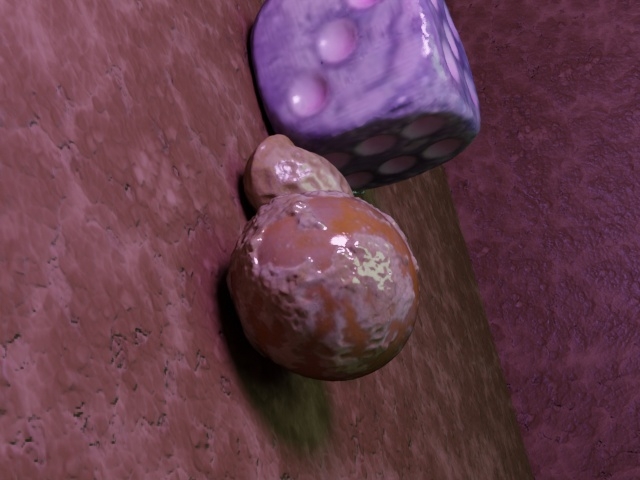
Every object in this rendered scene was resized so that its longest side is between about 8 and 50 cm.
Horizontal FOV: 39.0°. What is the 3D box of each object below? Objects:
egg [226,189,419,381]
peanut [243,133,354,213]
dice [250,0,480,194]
[{"bbox_3d":[0.008,0.054,0.975,0.245,0.203,0.203,46,30,-46],"label":"egg"},{"bbox_3d":[0.000,0.000,1.142,0.298,0.120,0.136,60,40,-21],"label":"peanut"},{"bbox_3d":[0.070,-0.245,1.344,0.270,0.270,0.271,27,47,-64],"label":"dice"}]
